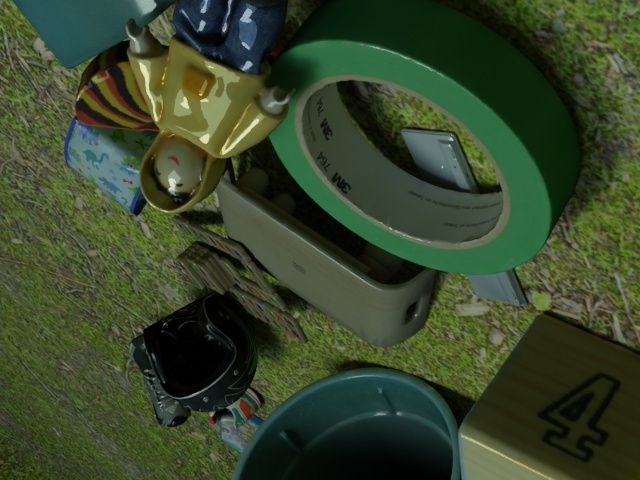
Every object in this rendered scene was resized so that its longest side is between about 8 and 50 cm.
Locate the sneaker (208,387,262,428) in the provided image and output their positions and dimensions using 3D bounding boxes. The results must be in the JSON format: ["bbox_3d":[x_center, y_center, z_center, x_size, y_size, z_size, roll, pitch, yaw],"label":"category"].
[{"bbox_3d":[-0.179,0.265,2.190,0.161,0.075,0.057,21,146,31],"label":"sneaker"}]

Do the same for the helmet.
[{"bbox_3d":[-0.172,0.174,1.953,0.161,0.169,0.169,61,150,-2],"label":"helmet"}]

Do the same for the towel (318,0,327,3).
[{"bbox_3d":[0.010,-0.350,1.108,0.324,0.056,0.312,-5,129,52],"label":"towel"}]

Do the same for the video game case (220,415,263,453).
[{"bbox_3d":[-0.128,0.346,2.309,0.119,0.015,0.166,31,151,16],"label":"video game case"}]

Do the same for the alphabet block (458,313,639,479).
[{"bbox_3d":[0.288,0.234,1.462,0.197,0.193,0.192,25,150,26],"label":"alphabet block"}]

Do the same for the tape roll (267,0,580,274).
[{"bbox_3d":[0.096,-0.099,1.294,0.321,0.077,0.321,25,149,16],"label":"tape roll"}]

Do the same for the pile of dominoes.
[{"bbox_3d":[-0.122,0.064,1.804,0.196,0.040,0.251,54,165,-26],"label":"pile of dominoes"}]

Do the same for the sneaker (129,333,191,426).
[{"bbox_3d":[-0.257,0.243,2.195,0.229,0.086,0.132,87,162,-64],"label":"sneaker"}]

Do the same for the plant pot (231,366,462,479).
[{"bbox_3d":[0.094,0.414,1.842,0.341,0.341,0.334,14,150,39],"label":"plant pot"}]

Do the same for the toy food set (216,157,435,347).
[{"bbox_3d":[0.000,0.000,1.606,0.306,0.092,0.220,35,163,13],"label":"toy food set"}]

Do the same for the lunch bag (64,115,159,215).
[{"bbox_3d":[-0.274,-0.110,1.749,0.129,0.096,0.151,38,142,2],"label":"lunch bag"}]

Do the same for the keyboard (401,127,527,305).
[{"bbox_3d":[0.161,-0.022,1.443,0.072,0.014,0.256,16,144,46],"label":"keyboard"}]

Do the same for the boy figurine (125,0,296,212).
[{"bbox_3d":[-0.115,-0.150,1.244,0.177,0.092,0.285,29,127,5],"label":"boy figurine"}]

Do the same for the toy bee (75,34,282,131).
[{"bbox_3d":[-0.109,-0.175,1.428,0.195,0.298,0.162,60,139,44],"label":"toy bee"}]

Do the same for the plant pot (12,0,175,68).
[{"bbox_3d":[-0.192,-0.309,1.310,0.234,0.166,0.165,-11,124,44],"label":"plant pot"}]
